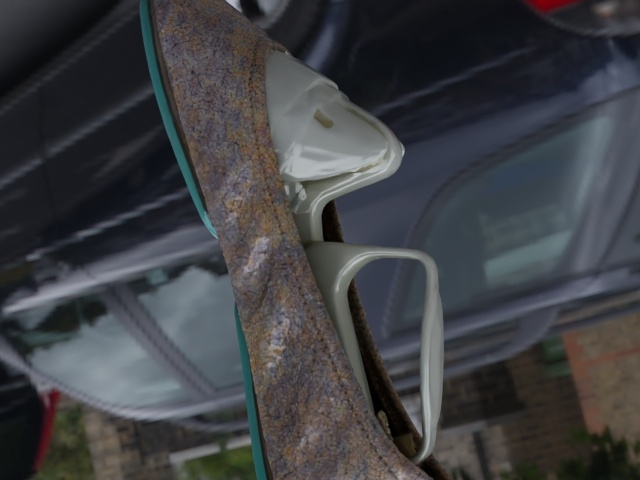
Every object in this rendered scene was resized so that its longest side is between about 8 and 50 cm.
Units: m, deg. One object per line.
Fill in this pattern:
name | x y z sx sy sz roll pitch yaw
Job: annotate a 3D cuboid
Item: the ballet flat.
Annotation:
ballet flat | 0.000 0.000 0.663 0.106 0.316 0.107 -18 174 17
